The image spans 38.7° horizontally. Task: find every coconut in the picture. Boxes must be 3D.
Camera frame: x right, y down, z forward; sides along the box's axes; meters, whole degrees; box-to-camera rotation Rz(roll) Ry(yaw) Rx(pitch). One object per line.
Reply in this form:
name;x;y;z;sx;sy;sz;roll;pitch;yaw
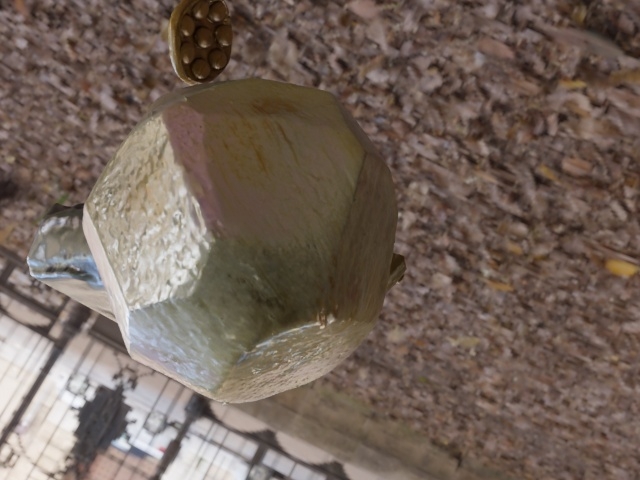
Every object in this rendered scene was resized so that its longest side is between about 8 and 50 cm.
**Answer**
coconut;-0.056;-0.008;0.662;0.236;0.237;0.197;27;145;3

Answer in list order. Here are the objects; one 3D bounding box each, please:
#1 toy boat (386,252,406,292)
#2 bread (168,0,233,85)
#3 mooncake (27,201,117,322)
toy boat;0.000;0.000;1.363;0.310;0.089;0.115;25;150;49
bread;-0.132;-0.226;1.012;0.024;0.110;0.110;14;158;29
mooncake;-0.191;0.029;1.098;0.250;0.136;0.254;-8;148;41
